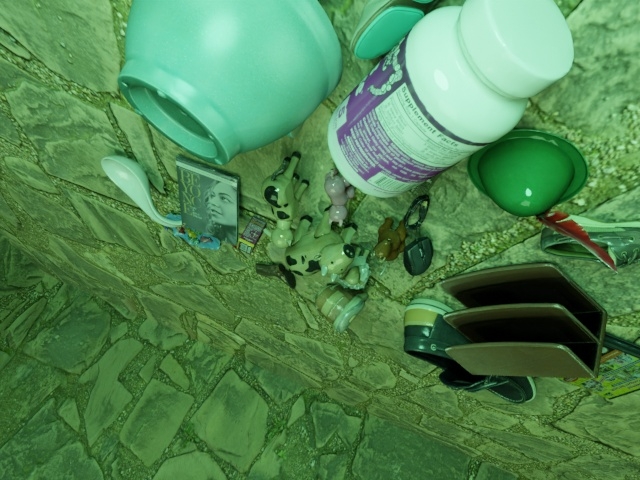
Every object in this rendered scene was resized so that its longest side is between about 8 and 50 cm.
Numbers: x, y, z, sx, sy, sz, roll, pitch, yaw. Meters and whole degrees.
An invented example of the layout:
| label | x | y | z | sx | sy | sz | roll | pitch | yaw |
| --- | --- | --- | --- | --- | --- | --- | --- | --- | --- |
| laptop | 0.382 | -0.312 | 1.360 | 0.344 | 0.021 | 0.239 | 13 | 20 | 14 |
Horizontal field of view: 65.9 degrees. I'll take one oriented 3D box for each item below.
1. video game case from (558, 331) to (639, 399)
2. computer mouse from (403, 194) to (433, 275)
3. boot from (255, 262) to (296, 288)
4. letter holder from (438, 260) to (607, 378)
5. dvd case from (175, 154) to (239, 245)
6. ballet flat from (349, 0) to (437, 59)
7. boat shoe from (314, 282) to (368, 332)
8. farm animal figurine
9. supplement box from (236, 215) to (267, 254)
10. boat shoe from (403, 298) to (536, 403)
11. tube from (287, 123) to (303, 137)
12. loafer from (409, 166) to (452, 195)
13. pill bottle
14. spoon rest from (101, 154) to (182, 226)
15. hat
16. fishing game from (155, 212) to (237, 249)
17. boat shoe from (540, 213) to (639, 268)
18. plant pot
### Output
| label | x | y | z | sx | sy | sz | roll | pitch | yaw |
| --- | --- | --- | --- | --- | --- | --- | --- | --- | --- |
| video game case | 0.652 | 0.292 | 1.181 | 0.248 | 0.035 | 0.274 | 22 | 152 | 7 |
| computer mouse | 0.203 | 0.000 | 0.995 | 0.041 | 0.071 | 0.242 | 56 | 168 | 36 |
| boot | -0.140 | 0.108 | 1.513 | 0.114 | 0.037 | 0.106 | -6 | 127 | 40 |
| letter holder | 0.401 | 0.174 | 1.059 | 0.214 | 0.152 | 0.302 | 39 | 150 | -21 |
| dvd case | -0.277 | -0.094 | 1.221 | 0.165 | 0.018 | 0.221 | 21 | 135 | 11 |
| ballet flat | 0.103 | -0.294 | 0.572 | 0.072 | 0.068 | 0.213 | -2 | 167 | -31 |
| boat shoe | 0.050 | 0.159 | 1.309 | 0.116 | 0.123 | 0.324 | 37 | 177 | 7 |
| farm animal figurine | 0.000 | 0.000 | 1.056 | 0.330 | 0.172 | 0.327 | 29 | 153 | -8 |
| supplement box | -0.178 | -0.014 | 1.278 | 0.043 | 0.083 | 0.055 | 27 | 153 | -2 |
| boat shoe | 0.404 | 0.343 | 1.351 | 0.500 | 0.155 | 0.187 | 37 | 149 | -24 |
| tube | -0.129 | -0.243 | 0.875 | 0.207 | 0.052 | 0.080 | 25 | 149 | 12 |
| loafer | 0.186 | -0.135 | 0.800 | 0.056 | 0.050 | 0.148 | 28 | 137 | -13 |
| pill bottle | 0.146 | -0.178 | 0.622 | 0.169 | 0.169 | 0.301 | 33 | 151 | -15 |
| spoon rest | -0.464 | -0.125 | 1.315 | 0.276 | 0.084 | 0.137 | 39 | 149 | -23 |
| hat | 0.291 | -0.043 | 0.723 | 0.173 | 0.183 | 0.208 | 31 | 153 | -10 |
| fishing game | -0.391 | -0.019 | 1.497 | 0.264 | 0.041 | 0.189 | 5 | 147 | 30 |
| boat shoe | 0.471 | 0.012 | 0.791 | 0.224 | 0.073 | 0.080 | 11 | 150 | 27 |
| plant pot | -0.144 | -0.229 | 0.674 | 0.293 | 0.196 | 0.293 | 30 | 166 | 8 |
